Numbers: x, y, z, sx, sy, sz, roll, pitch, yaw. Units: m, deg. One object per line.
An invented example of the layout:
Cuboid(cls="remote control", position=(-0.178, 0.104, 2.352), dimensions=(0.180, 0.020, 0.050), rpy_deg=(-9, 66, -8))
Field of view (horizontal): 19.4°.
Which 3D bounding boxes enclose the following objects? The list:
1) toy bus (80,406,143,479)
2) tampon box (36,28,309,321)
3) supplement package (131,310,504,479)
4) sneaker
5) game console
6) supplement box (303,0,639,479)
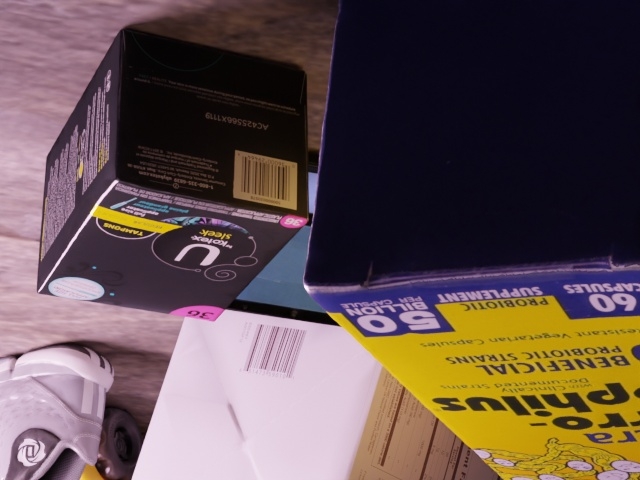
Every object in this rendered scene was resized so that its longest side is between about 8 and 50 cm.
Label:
Cuboid(cls="toy bus", position=(-0.201, 0.266, 1.590), dimensions=(0.149, 0.211, 0.220), rpy_deg=(-14, 149, 26))
Cuboid(cls="tampon box", position=(-0.090, -0.033, 1.127), dimensions=(0.120, 0.101, 0.161), rpy_deg=(10, 151, -20))
Cuboid(cls="supplement package", position=(0.024, 0.188, 1.402), dimensions=(0.199, 0.198, 0.262), rpy_deg=(6, 162, 41))
Cuboid(cls="sneaker", position=(-0.269, 0.166, 1.475), dimensions=(0.228, 0.132, 0.086), rpy_deg=(-16, 149, 26))
Cuboid(cls="game console", position=(0.000, 0.000, 1.229), dimensions=(0.122, 0.071, 0.107), rpy_deg=(9, 151, -20))
Cuboid(cls="supplement box", position=(0.157, 0.008, 1.092), dimensions=(0.194, 0.195, 0.356), rpy_deg=(-5, 154, 25))
